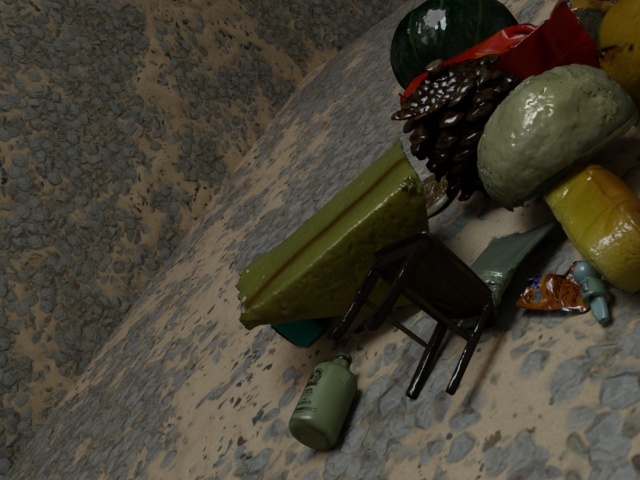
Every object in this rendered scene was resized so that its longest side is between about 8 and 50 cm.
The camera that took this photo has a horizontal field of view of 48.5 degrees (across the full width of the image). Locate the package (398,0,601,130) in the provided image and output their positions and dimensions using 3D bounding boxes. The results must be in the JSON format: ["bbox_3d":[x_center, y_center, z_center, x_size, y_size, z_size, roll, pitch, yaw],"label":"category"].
[{"bbox_3d":[0.336,-0.286,1.392,0.423,0.196,0.123,-17,35,52],"label":"package"}]

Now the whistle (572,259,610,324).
[{"bbox_3d":[0.339,0.061,0.886,0.035,0.035,0.100,-34,36,28],"label":"whistle"}]

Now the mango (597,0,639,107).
[{"bbox_3d":[0.488,-0.293,1.087,0.120,0.177,0.295,4,11,19],"label":"mango"}]

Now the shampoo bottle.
[{"bbox_3d":[0.013,0.243,1.120,0.079,0.079,0.162,-26,26,42],"label":"shampoo bottle"}]

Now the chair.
[{"bbox_3d":[0.181,0.051,1.023,0.319,0.186,0.160,-55,9,-23],"label":"chair"}]

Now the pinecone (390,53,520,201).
[{"bbox_3d":[0.261,-0.202,1.254,0.224,0.272,0.224,-33,24,17],"label":"pinecone"}]

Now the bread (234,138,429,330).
[{"bbox_3d":[0.000,0.000,1.251,0.361,0.245,0.233,-11,24,2],"label":"bread"}]

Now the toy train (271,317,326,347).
[{"bbox_3d":[-0.032,0.122,1.441,0.154,0.107,0.198,-49,17,11],"label":"toy train"}]

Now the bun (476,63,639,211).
[{"bbox_3d":[0.335,-0.163,1.065,0.259,0.152,0.259,-32,-9,-6],"label":"bun"}]

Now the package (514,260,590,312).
[{"bbox_3d":[0.314,0.063,0.950,0.110,0.033,0.077,-11,28,51],"label":"package"}]

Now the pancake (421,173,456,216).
[{"bbox_3d":[0.232,-0.098,1.472,0.151,0.025,0.152,-40,18,16],"label":"pancake"}]

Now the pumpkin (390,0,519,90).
[{"bbox_3d":[0.306,-0.408,1.578,0.300,0.300,0.208,-22,57,48],"label":"pumpkin"}]

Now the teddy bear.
[{"bbox_3d":[0.524,-0.432,1.422,0.177,0.140,0.190,-28,33,33],"label":"teddy bear"}]

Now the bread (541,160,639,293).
[{"bbox_3d":[0.372,-0.022,0.916,0.094,0.102,0.245,-44,16,19],"label":"bread"}]
